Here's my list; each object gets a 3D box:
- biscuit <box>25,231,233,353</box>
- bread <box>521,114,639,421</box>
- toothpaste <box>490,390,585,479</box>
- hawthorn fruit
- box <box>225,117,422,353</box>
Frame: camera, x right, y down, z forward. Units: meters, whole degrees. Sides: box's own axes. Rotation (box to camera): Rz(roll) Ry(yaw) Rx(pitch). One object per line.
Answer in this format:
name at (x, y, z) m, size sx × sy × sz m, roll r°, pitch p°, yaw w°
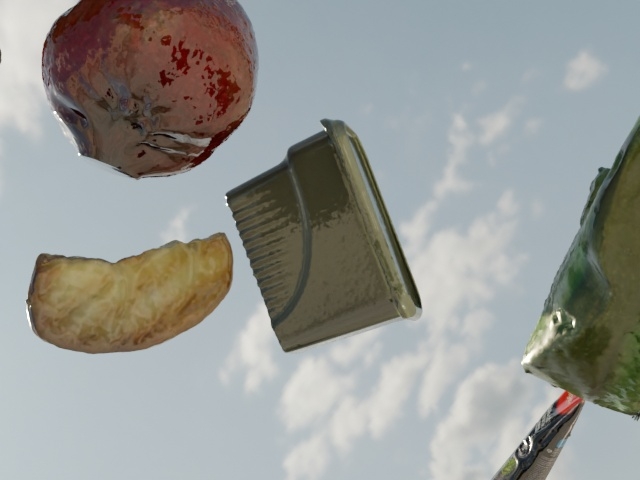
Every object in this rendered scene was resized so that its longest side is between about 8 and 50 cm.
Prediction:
biscuit at (-0.262, 0.078, 1.709) m, size 0.299 × 0.154 × 0.045 m, roll -7°, pitch -7°, yaw -16°
bread at (0.308, -0.024, 1.079) m, size 0.366 × 0.129 × 0.382 m, roll -63°, pitch -14°, yaw 2°
toothpaste at (0.209, 0.202, 1.162) m, size 0.194 × 0.045 × 0.071 m, roll -62°, pitch -4°, yaw 24°
hawthorn fruit at (-0.159, -0.187, 1.279) m, size 0.230 × 0.210 × 0.266 m, roll -54°, pitch -1°, yaw 40°
box at (0.000, 0.000, 1.537) m, size 0.178 × 0.274 × 0.138 m, roll -23°, pitch -12°, yaw 10°
